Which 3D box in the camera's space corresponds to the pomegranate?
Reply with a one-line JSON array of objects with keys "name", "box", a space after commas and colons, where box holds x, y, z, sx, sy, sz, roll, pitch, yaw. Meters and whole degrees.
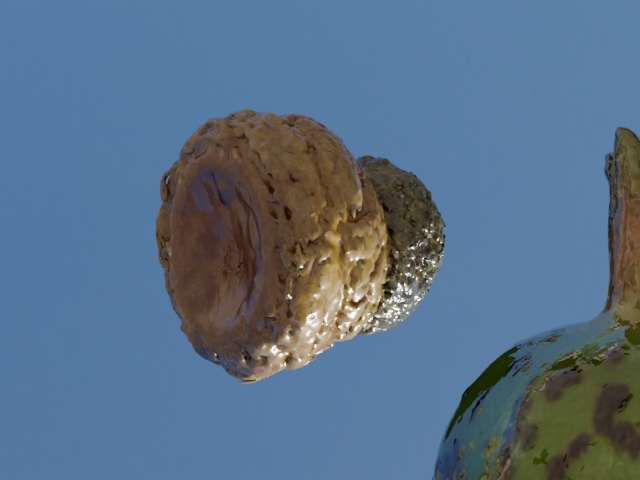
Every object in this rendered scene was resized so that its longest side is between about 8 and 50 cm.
[{"name": "pomegranate", "box": [0.160, 0.101, 1.017, 0.231, 0.231, 0.285, -11, -109, -7]}]

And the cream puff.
[{"name": "cream puff", "box": [0.000, 0.000, 1.346, 0.169, 0.183, 0.183, -5, -128, -34]}]
